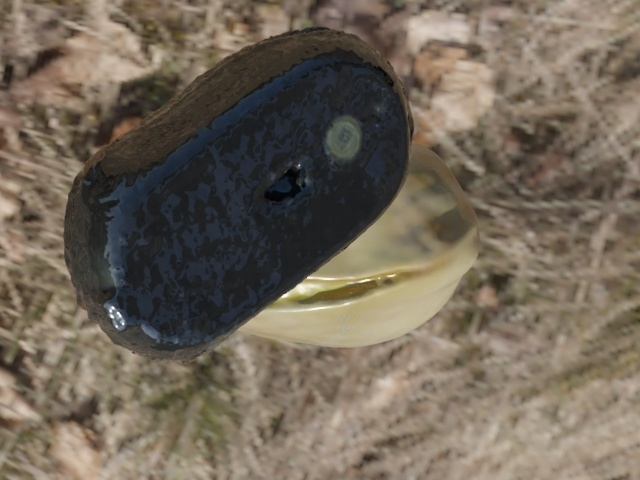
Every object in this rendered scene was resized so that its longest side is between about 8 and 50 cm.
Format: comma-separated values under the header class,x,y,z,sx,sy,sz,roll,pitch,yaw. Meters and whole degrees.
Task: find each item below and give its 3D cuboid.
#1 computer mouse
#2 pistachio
class,x,y,z,sx,sy,sz,roll,pitch,yaw
computer mouse,-0.064,-0.040,1.457,0.323,0.116,0.183,-37,111,-23
pistachio,0.000,0.000,1.886,0.321,0.238,0.229,-1,111,6
